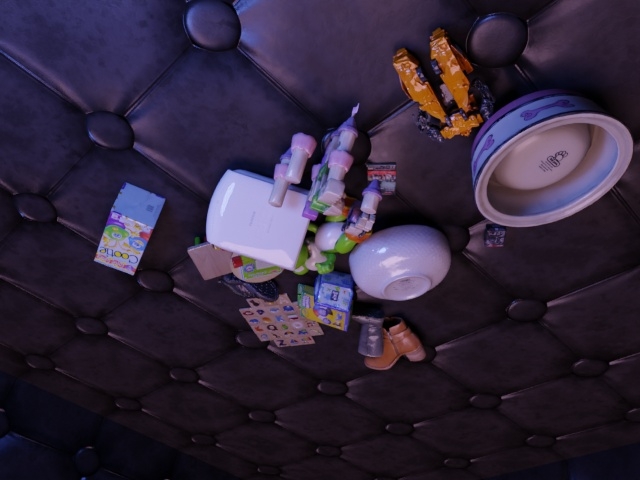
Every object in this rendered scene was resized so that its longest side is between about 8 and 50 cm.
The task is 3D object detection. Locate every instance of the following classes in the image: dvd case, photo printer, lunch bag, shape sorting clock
[{"bbox_3d":[0.186,-0.186,1.785,0.087,0.013,0.119,0,136,7],"label":"dvd case"},{"bbox_3d":[-0.189,-0.070,1.802,0.307,0.107,0.256,18,98,-3],"label":"photo printer"},{"bbox_3d":[0.045,0.182,2.096,0.129,0.151,0.096,15,137,-7],"label":"lunch bag"},{"bbox_3d":[-0.214,0.069,2.065,0.206,0.040,0.206,-9,128,-12],"label":"shape sorting clock"}]

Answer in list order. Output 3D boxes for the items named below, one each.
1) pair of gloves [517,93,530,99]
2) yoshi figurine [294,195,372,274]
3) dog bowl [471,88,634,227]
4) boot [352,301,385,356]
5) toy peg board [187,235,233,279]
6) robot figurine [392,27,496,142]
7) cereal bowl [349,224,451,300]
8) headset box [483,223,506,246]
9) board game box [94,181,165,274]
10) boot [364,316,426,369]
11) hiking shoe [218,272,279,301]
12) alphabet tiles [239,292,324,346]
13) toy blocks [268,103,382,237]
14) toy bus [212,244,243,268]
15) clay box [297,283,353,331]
[{"bbox_3d":[0.546,-0.351,1.563,0.074,0.010,0.083,-21,133,25],"label":"pair of gloves"},{"bbox_3d":[-0.018,0.007,1.904,0.203,0.203,0.362,39,132,-12],"label":"yoshi figurine"},{"bbox_3d":[0.582,-0.219,1.545,0.408,0.150,0.408,-6,141,-5],"label":"dog bowl"},{"bbox_3d":[0.163,0.348,2.274,0.189,0.076,0.208,17,133,17],"label":"boot"},{"bbox_3d":[-0.363,0.040,2.069,0.160,0.079,0.161,-17,135,3],"label":"toy peg board"},{"bbox_3d":[0.318,-0.384,1.503,0.211,0.085,0.291,-21,130,27],"label":"robot figurine"},{"bbox_3d":[0.269,0.100,1.931,0.339,0.141,0.339,-5,146,-3],"label":"cereal bowl"},{"bbox_3d":[0.565,-0.013,1.905,0.062,0.032,0.083,0,138,9],"label":"headset box"},{"bbox_3d":[-0.639,-0.034,1.960,0.142,0.144,0.275,23,134,-15],"label":"board game box"},{"bbox_3d":[0.260,0.410,2.351,0.283,0.109,0.220,-13,127,36],"label":"boot"},{"bbox_3d":[-0.264,0.170,2.190,0.227,0.086,0.114,28,147,-13],"label":"hiking shoe"},{"bbox_3d":[-0.155,0.329,2.384,0.285,0.011,0.342,-9,135,17],"label":"alphabet tiles"},{"bbox_3d":[0.044,-0.203,1.639,0.309,0.260,0.288,20,162,-11],"label":"toy blocks"},{"bbox_3d":[-0.266,-0.023,1.940,0.191,0.104,0.202,-47,107,-7],"label":"toy bus"},{"bbox_3d":[0.008,0.249,2.196,0.222,0.053,0.127,15,130,16],"label":"clay box"}]
